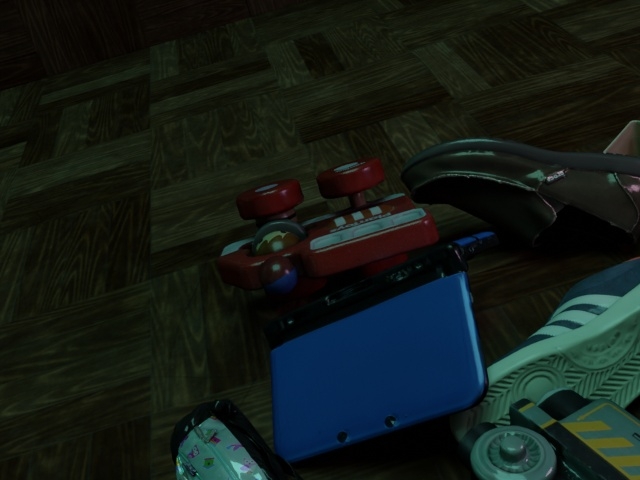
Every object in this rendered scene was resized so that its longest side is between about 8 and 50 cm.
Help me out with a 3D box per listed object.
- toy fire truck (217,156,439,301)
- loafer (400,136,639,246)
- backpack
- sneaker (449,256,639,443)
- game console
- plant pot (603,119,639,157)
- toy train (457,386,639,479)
[{"bbox_3d":[0.000,0.000,1.087,0.302,0.169,0.254,-16,11,2],"label":"toy fire truck"},{"bbox_3d":[0.294,-0.061,1.105,0.366,0.134,0.130,5,74,13],"label":"loafer"},{"bbox_3d":[-0.081,0.274,0.826,0.115,0.152,0.182,-41,41,-8],"label":"backpack"},{"bbox_3d":[0.293,0.130,0.902,0.350,0.131,0.148,-28,13,-7],"label":"sneaker"},{"bbox_3d":[0.088,0.127,0.965,0.293,0.173,0.250,-25,-6,30],"label":"game console"},{"bbox_3d":[0.502,-0.109,1.171,0.109,0.096,0.109,17,45,39],"label":"plant pot"},{"bbox_3d":[0.272,0.252,0.676,0.190,0.142,0.334,-21,31,-21],"label":"toy train"}]
